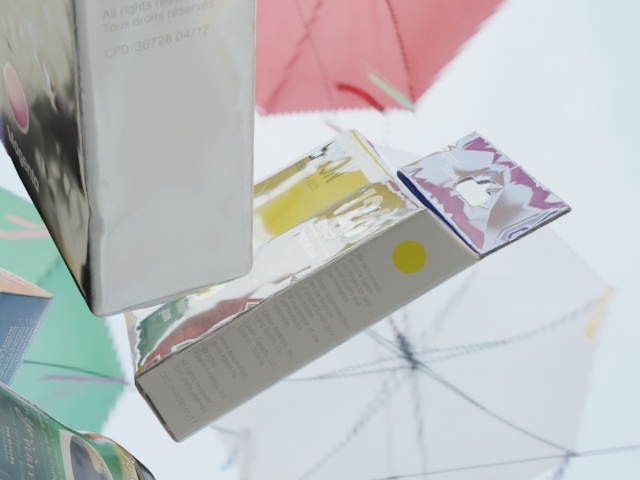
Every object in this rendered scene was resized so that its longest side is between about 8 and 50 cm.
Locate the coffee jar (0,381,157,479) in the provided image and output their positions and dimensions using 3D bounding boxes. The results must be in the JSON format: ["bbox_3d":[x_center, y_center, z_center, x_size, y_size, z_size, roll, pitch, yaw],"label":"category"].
[{"bbox_3d":[-0.127,0.103,0.724,0.079,0.184,0.096,-26,-124,16],"label":"coffee jar"}]

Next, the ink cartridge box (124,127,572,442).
[{"bbox_3d":[0.000,0.000,1.388,0.307,0.303,0.072,-32,-75,0],"label":"ink cartridge box"}]

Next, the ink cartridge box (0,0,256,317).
[{"bbox_3d":[-0.074,-0.168,0.534,0.069,0.371,0.176,-15,-133,-21],"label":"ink cartridge box"}]

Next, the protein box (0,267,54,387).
[{"bbox_3d":[-0.304,0.094,1.303,0.136,0.201,0.200,26,-90,6],"label":"protein box"}]
